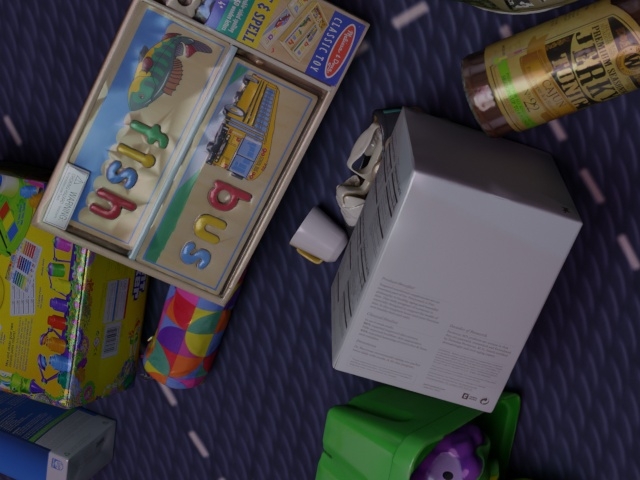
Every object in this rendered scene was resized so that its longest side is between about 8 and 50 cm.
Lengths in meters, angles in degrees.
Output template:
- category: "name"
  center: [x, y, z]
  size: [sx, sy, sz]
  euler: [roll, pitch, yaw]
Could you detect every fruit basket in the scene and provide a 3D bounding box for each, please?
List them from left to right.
- category: "fruit basket"
  center: [0.184, 0.383, 1.511]
  size: [0.392, 0.283, 0.392]
  euler: [12, 109, 39]

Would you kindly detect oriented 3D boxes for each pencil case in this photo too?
- category: "pencil case"
  center: [-0.177, 0.097, 1.655]
  size: [0.104, 0.104, 0.236]
  euler: [31, 115, 12]

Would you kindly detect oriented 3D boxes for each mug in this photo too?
- category: "mug"
  center: [0.002, -0.003, 1.571]
  size: [0.064, 0.078, 0.062]
  euler: [33, 85, 1]

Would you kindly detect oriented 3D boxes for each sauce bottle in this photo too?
- category: "sauce bottle"
  center: [0.327, -0.217, 1.316]
  size: [0.344, 0.111, 0.111]
  euler: [-21, 98, 26]

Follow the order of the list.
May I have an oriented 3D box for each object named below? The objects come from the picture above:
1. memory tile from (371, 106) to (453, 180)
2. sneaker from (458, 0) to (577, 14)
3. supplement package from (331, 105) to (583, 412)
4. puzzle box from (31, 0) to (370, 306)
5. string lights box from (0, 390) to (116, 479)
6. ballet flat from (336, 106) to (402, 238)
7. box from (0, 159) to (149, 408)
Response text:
- category: "memory tile"
  center: [0.146, -0.092, 1.457]
  size: [0.148, 0.012, 0.113]
  euler: [23, 113, -13]
- category: "sneaker"
  center: [0.127, -0.325, 1.329]
  size: [0.410, 0.182, 0.158]
  euler: [7, 109, 22]
- category: "supplement package"
  center: [0.147, 0.020, 1.394]
  size: [0.199, 0.198, 0.263]
  euler: [17, 116, -8]
- category: "puzzle box"
  center: [-0.150, -0.146, 1.468]
  size: [0.272, 0.052, 0.409]
  euler: [24, 103, -16]
- category: "string lights box"
  center: [-0.459, 0.290, 1.822]
  size: [0.259, 0.133, 0.077]
  euler: [18, 114, 19]
- category: "ballet flat"
  center: [0.058, -0.077, 1.503]
  size: [0.074, 0.074, 0.203]
  euler: [27, 113, 14]
- category: "box"
  center: [-0.400, 0.049, 1.657]
  size: [0.279, 0.177, 0.290]
  euler: [12, 98, 20]
